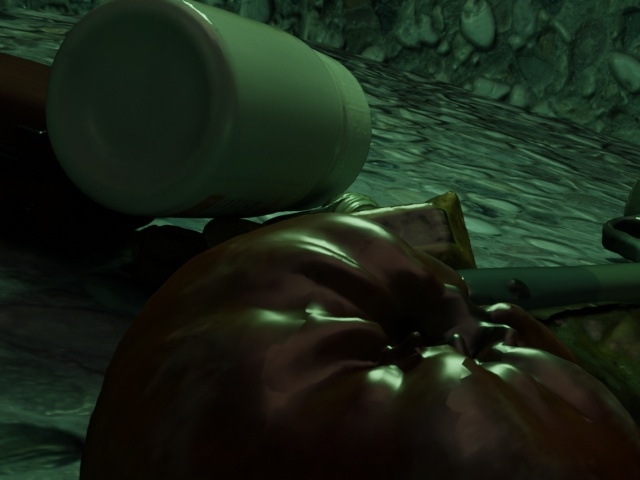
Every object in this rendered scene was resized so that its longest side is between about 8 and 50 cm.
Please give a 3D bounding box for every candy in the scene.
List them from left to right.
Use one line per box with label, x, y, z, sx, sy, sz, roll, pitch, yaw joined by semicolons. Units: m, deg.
candy;0.026;0.026;1.190;0.271;0.101;0.143;-6;58;-15

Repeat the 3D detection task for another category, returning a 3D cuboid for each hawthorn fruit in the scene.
hawthorn fruit;0.017;0.132;0.563;0.284;0.284;0.284;12;15;-3

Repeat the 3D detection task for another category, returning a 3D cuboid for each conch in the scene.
conch;0.002;0.005;1.337;0.135;0.102;0.153;10;-30;-39

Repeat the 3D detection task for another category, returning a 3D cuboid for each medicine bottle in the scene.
medicine bottle;-0.098;-0.128;1.260;0.211;0.211;0.371;19;8;22

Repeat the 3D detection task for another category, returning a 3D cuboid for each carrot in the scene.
carrot;-0.073;0.034;1.244;0.225;0.067;0.067;9;15;-14

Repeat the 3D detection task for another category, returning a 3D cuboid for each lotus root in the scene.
lotus root;0.189;0.132;0.913;0.274;0.152;0.160;1;58;-45

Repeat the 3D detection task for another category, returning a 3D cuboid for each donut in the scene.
donut;-0.167;0.011;1.305;0.067;0.038;0.083;19;21;14

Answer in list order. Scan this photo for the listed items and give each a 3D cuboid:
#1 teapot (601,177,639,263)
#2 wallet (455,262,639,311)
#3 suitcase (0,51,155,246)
teapot;0.552;-0.003;1.760;0.305;0.223;0.285;-44;37;-22
wallet;0.181;0.072;1.099;0.360;0.083;0.252;-1;-16;-36
suitcase;-0.333;-0.109;1.358;0.297;0.161;0.236;17;15;21
